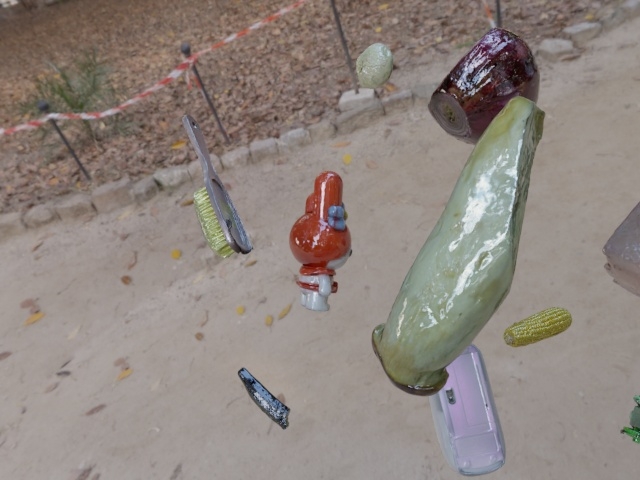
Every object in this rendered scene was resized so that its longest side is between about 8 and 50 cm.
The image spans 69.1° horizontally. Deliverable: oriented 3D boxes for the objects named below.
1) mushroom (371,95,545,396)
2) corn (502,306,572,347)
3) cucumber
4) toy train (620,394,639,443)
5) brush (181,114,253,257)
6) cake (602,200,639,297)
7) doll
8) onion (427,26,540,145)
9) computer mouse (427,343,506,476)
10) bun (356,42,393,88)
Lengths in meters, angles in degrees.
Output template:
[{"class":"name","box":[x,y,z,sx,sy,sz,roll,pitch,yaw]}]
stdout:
[{"class":"mushroom","box":[0.154,0.021,0.491,0.087,0.333,0.107,1,31,-50]},{"class":"corn","box":[0.543,0.214,1.154,0.207,0.067,0.067,-13,31,-22]},{"class":"cucumber","box":[-0.102,0.280,0.823,0.135,0.033,0.034,32,49,23]},{"class":"toy train","box":[0.533,0.289,0.660,0.119,0.251,0.085,22,89,17]},{"class":"brush","box":[-0.207,-0.100,0.825,0.067,0.072,0.312,-28,68,7]},{"class":"cake","box":[0.764,0.007,0.932,0.308,0.237,0.230,-55,41,7]},{"class":"doll","box":[0.000,0.000,0.982,0.130,0.290,0.161,5,2,-17]},{"class":"onion","box":[0.477,-0.402,1.315,0.282,0.336,0.260,-37,82,-22]},{"class":"computer mouse","box":[0.277,0.320,0.896,0.126,0.245,0.056,-12,-10,0]},{"class":"bun","box":[0.132,-0.447,1.188,0.069,0.115,0.115,-1,24,-32]}]
